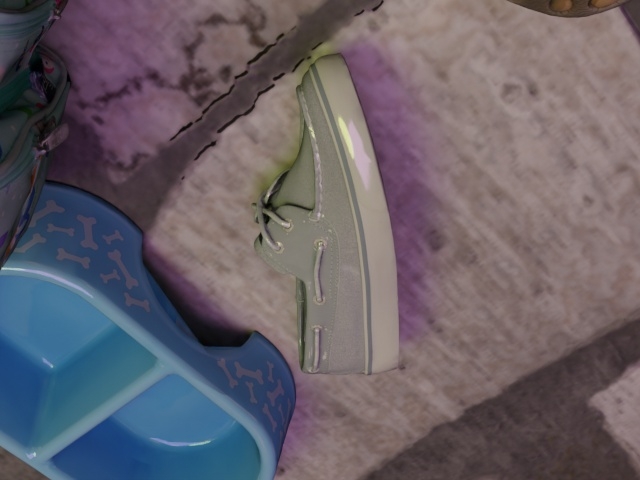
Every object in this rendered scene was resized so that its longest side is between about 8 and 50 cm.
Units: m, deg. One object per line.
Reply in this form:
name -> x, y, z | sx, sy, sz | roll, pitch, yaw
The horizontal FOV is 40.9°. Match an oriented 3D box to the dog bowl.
dog bowl -> -0.142, 0.093, 0.576 | 0.166, 0.074, 0.297 | -36, 117, 18

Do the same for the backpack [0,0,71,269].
backpack -> -0.228, -0.059, 0.366 | 0.225, 0.253, 0.191 | 20, 119, -15

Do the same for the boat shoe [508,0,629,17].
boat shoe -> 0.020, -0.221, 0.377 | 0.324, 0.123, 0.116 | 27, 83, -11

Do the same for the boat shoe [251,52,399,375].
boat shoe -> 0.000, 0.000, 0.522 | 0.081, 0.079, 0.227 | -11, 126, -2
